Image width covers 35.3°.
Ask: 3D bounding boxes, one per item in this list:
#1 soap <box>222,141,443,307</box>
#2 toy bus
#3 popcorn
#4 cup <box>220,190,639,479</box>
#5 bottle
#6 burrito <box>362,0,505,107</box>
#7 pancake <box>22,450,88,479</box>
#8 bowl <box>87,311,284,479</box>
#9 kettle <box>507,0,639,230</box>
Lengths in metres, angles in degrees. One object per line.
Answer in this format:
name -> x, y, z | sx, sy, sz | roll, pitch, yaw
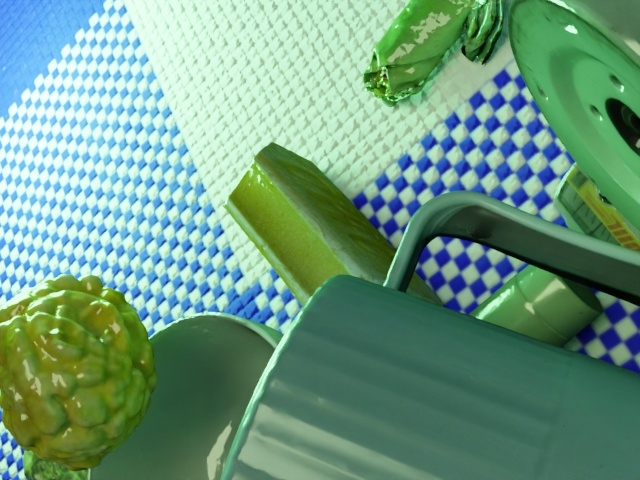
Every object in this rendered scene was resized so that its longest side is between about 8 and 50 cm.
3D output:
soap -> 0.000, 0.000, 0.957 | 0.073, 0.140, 0.232 | -50, 54, 13
toy bus -> 0.260, 0.001, 0.811 | 0.072, 0.057, 0.172 | -52, 53, 26
popcorn -> -0.231, 0.122, 0.920 | 0.180, 0.170, 0.180 | -3, 82, 19
cup -> 0.117, 0.152, 0.674 | 0.311, 0.257, 0.331 | 20, 99, 12
bottle -> 0.142, 0.097, 0.866 | 0.201, 0.072, 0.072 | -43, 56, 21
burrito -> 0.148, -0.240, 0.963 | 0.288, 0.054, 0.104 | -51, 56, 14
pancake -> -0.257, 0.262, 1.160 | 0.288, 0.033, 0.286 | 12, 87, 39
bowl -> -0.074, 0.219, 0.955 | 0.287, 0.143, 0.287 | -10, 73, 36
kettle -> 0.358, -0.138, 0.677 | 0.342, 0.247, 0.319 | -36, 80, -2
